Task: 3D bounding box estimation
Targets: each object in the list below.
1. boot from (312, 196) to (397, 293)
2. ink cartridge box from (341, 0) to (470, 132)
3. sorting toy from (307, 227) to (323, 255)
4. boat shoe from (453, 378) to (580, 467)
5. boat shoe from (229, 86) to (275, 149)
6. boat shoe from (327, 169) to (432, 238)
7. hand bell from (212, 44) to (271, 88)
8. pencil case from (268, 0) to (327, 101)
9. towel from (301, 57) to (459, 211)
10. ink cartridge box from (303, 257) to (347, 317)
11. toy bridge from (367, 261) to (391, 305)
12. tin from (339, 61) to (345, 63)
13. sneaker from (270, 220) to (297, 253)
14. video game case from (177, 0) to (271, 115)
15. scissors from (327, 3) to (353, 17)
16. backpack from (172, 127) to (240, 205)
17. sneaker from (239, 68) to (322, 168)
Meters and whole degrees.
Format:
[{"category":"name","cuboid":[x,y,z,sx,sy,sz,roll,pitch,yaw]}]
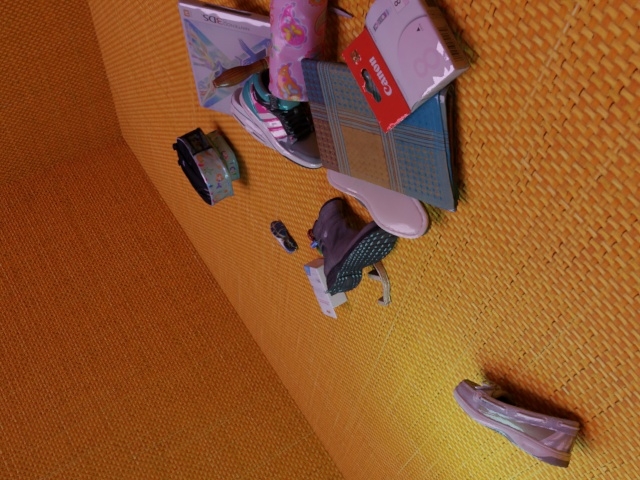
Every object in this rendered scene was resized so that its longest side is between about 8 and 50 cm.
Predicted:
[{"category":"boot","cuboid":[0.066,-0.025,1.720,0.338,0.118,0.222,-50,49,50]},{"category":"ink cartridge box","cuboid":[0.129,-0.319,1.168,0.232,0.066,0.189,-33,81,44]},{"category":"sorting toy","cuboid":[0.000,0.000,2.013,0.102,0.061,0.042,51,124,9]},{"category":"boat shoe","cuboid":[0.414,0.369,1.426,0.118,0.103,0.320,21,-178,-28]},{"category":"boat shoe","cuboid":[-0.139,-0.298,1.794,0.268,0.096,0.088,37,148,-1]},{"category":"boat shoe","cuboid":[0.142,-0.100,1.481,0.305,0.091,0.109,40,108,37]},{"category":"hand bell","cuboid":[-0.142,-0.410,1.547,0.126,0.242,0.126,50,156,31]},{"category":"pencil case","cuboid":[-0.051,-0.440,1.417,0.124,0.124,0.284,47,148,36]},{"category":"towel","cuboid":[0.119,-0.223,1.339,0.370,0.040,0.271,24,138,40]},{"category":"ink cartridge box","cuboid":[0.022,0.151,2.122,0.104,0.060,0.180,9,124,64]},{"category":"toy bridge","cuboid":[0.154,0.093,1.785,0.063,0.026,0.188,15,130,60]},{"category":"tin","cuboid":[0.029,-0.345,1.520,0.190,0.040,0.106,7,118,66]},{"category":"sneaker","cuboid":[-0.133,-0.007,2.308,0.135,0.052,0.058,56,163,16]},{"category":"video game case","cuboid":[-0.226,-0.468,1.785,0.300,0.036,0.328,20,141,22]},{"category":"scissors","cuboid":[-0.026,-0.529,1.437,0.297,0.021,0.108,30,143,56]},{"category":"backpack","cuboid":[-0.402,-0.262,2.421,0.253,0.191,0.225,59,163,30]},{"category":"sneaker","cuboid":[-0.073,-0.328,1.675,0.295,0.124,0.178,45,150,4]}]
